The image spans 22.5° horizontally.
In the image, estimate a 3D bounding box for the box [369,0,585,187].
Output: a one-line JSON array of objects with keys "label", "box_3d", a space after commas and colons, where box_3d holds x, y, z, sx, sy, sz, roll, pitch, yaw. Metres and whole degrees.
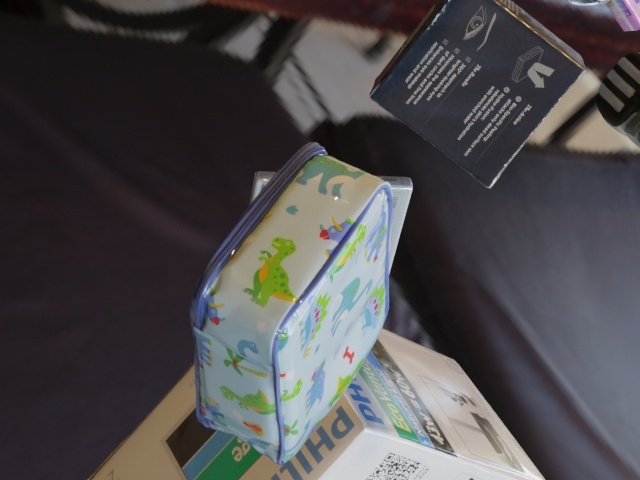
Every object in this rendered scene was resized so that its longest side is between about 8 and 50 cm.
[{"label": "box", "box_3d": [0.159, -0.167, 1.634, 0.158, 0.156, 0.093, 37, 17, -5]}]

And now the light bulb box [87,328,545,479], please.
[{"label": "light bulb box", "box_3d": [-0.013, 0.278, 1.717, 0.361, 0.358, 0.225, 27, 20, -48]}]

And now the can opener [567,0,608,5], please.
[{"label": "can opener", "box_3d": [0.176, -0.323, 1.327, 0.076, 0.095, 0.283, -25, 82, -28]}]

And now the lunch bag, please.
[{"label": "lunch bag", "box_3d": [-0.017, 0.047, 1.165, 0.090, 0.219, 0.176, 28, 61, 18]}]

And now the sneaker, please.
[{"label": "sneaker", "box_3d": [0.325, -0.065, 1.305, 0.132, 0.086, 0.229, 25, 25, -32]}]

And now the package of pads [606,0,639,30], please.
[{"label": "package of pads", "box_3d": [0.304, -0.257, 1.612, 0.083, 0.032, 0.050, 52, 57, -23]}]

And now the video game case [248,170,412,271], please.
[{"label": "video game case", "box_3d": [0.000, 0.000, 1.790, 0.173, 0.190, 0.022, 2, 45, -12]}]
